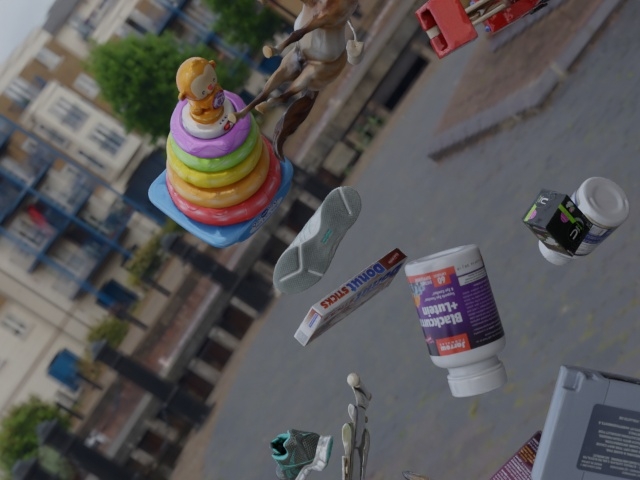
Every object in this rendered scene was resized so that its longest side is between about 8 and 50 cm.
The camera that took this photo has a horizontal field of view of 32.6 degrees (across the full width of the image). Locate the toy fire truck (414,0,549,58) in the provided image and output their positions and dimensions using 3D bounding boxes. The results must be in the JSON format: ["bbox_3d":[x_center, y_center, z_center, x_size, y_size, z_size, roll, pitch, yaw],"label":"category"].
[{"bbox_3d":[0.149,-0.209,0.987,0.135,0.047,0.192,-30,3,2],"label":"toy fire truck"}]

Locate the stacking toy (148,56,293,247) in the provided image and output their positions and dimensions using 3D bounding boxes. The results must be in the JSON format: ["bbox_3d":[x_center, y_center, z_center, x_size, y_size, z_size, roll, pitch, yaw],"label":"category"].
[{"bbox_3d":[-0.142,-0.141,1.443,0.175,0.166,0.302,-49,-20,-21],"label":"stacking toy"}]

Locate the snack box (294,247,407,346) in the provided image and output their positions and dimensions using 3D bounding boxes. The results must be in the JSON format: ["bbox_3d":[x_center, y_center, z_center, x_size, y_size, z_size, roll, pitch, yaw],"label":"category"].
[{"bbox_3d":[0.039,0.068,1.359,0.178,0.022,0.064,-32,-21,-43],"label":"snack box"}]

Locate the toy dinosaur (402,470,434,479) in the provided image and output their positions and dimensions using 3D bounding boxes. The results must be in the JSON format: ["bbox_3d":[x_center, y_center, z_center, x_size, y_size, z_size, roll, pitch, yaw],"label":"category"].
[{"bbox_3d":[0.034,0.271,0.837,0.127,0.295,0.200,-135,51,-57],"label":"toy dinosaur"}]

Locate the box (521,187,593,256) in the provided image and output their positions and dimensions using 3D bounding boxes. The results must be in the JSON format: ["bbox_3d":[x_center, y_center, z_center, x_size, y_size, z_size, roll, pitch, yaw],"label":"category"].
[{"bbox_3d":[0.347,-0.027,1.603,0.052,0.083,0.062,23,76,52],"label":"box"}]

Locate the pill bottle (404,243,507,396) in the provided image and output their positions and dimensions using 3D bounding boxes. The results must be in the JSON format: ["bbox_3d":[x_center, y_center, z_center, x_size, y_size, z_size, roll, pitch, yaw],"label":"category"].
[{"bbox_3d":[0.192,0.111,1.502,0.108,0.193,0.108,-17,2,1],"label":"pill bottle"}]

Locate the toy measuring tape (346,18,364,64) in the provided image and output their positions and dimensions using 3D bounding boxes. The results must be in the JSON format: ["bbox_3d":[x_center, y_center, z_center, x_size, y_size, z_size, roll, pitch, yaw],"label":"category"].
[{"bbox_3d":[-0.054,-0.353,1.351,0.121,0.330,0.121,-21,-9,-3],"label":"toy measuring tape"}]

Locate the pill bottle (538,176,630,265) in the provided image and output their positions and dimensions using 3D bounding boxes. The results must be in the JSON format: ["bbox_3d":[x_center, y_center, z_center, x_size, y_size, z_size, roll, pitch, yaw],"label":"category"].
[{"bbox_3d":[0.444,-0.027,1.869,0.094,0.094,0.169,-61,3,-37],"label":"pill bottle"}]

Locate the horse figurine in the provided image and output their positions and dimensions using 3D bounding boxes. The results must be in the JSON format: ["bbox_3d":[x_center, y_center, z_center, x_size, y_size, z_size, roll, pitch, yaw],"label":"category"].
[{"bbox_3d":[-0.013,-0.209,1.182,0.174,0.066,0.263,-36,-23,-35],"label":"horse figurine"}]

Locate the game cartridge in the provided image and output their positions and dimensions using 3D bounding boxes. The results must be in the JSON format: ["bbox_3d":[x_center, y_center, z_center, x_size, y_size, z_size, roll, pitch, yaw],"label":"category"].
[{"bbox_3d":[0.452,0.296,1.537,0.062,0.297,0.198,-112,35,-74],"label":"game cartridge"}]

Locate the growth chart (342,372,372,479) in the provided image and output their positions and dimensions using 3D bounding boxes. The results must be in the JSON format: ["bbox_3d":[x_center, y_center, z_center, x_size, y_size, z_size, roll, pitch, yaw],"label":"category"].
[{"bbox_3d":[0.036,0.269,1.259,0.172,0.021,0.237,69,-153,-67],"label":"growth chart"}]

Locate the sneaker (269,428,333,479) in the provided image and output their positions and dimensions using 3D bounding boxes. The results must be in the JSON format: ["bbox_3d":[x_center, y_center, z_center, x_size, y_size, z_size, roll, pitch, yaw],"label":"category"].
[{"bbox_3d":[-0.041,0.305,1.579,0.166,0.076,0.065,129,159,-55],"label":"sneaker"}]

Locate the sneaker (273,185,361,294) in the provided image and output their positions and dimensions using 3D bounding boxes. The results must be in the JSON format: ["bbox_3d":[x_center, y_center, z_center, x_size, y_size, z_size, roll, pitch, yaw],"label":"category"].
[{"bbox_3d":[0.000,0.000,1.291,0.152,0.053,0.061,-53,3,11],"label":"sneaker"}]

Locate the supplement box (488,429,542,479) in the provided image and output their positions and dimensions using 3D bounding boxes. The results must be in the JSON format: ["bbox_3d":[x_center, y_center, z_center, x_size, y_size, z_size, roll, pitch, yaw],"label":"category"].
[{"bbox_3d":[0.314,0.395,1.676,0.188,0.104,0.081,-47,45,6],"label":"supplement box"}]
